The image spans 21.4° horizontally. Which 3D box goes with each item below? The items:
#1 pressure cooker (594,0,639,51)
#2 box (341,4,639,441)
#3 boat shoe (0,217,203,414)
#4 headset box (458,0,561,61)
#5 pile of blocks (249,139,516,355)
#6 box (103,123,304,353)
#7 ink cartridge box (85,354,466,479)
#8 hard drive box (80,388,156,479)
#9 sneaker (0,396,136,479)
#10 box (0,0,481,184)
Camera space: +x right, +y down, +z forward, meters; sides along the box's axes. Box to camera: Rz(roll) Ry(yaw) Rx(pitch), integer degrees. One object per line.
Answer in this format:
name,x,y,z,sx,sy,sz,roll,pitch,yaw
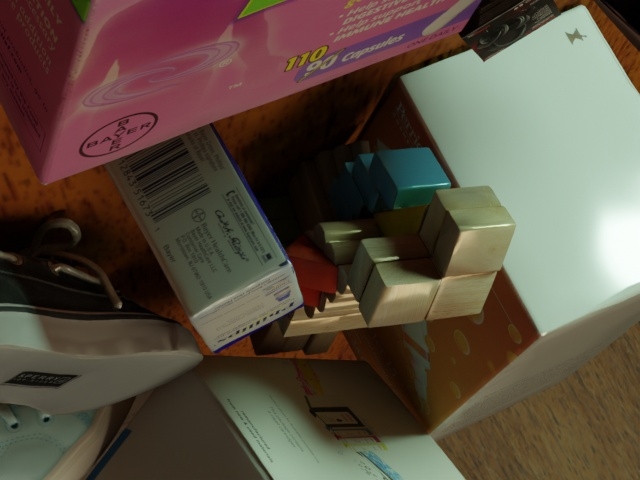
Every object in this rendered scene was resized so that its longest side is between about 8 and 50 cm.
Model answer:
pressure cooker,0.297,-0.117,0.662,0.370,0.375,0.420,27,110,-31
box,0.133,0.006,1.337,0.168,0.215,0.345,-23,166,-21
boat shoe,-0.185,0.049,1.104,0.113,0.105,0.306,-30,161,25
headset box,0.120,-0.152,1.109,0.062,0.032,0.083,-31,166,11
pile of blocks,0.000,0.000,1.207,0.113,0.149,0.362,-6,174,-24
box,-0.073,-0.007,1.063,0.072,0.126,0.137,-29,168,-4
ink cartridge box,-0.033,0.204,1.314,0.233,0.168,0.171,7,127,-52
hard drive box,-0.174,0.217,1.491,0.181,0.232,0.089,-24,167,-12
sneaker,-0.291,0.148,1.225,0.366,0.135,0.150,-35,149,-21
box,-0.019,-0.149,0.636,0.213,0.117,0.243,-22,166,-23
